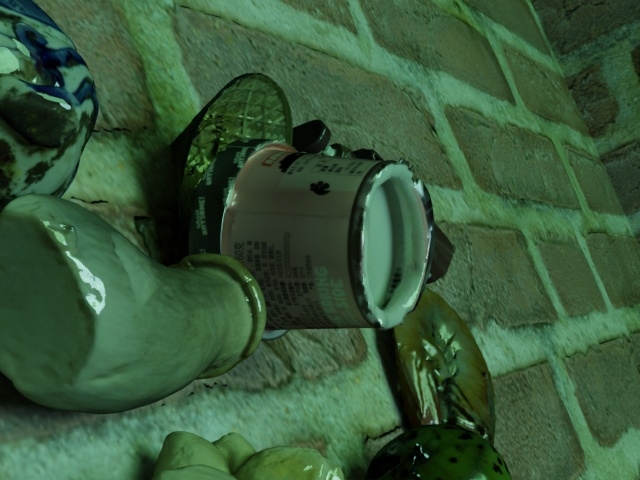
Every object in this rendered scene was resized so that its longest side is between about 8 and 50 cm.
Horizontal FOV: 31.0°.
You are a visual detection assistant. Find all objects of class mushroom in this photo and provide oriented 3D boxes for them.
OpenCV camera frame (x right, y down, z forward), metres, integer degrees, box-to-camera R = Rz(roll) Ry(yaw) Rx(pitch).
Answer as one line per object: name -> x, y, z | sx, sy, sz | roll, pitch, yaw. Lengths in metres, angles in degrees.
mushroom -> -0.116, 0.045, 0.661 | 0.247, 0.096, 0.108 | 23, 50, -65

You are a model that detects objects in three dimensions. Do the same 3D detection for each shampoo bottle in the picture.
shampoo bottle -> 0.052, -0.040, 1.148 | 0.236, 0.068, 0.067 | 45, 29, -42

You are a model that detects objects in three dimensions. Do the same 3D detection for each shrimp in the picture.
shrimp -> 0.115, 0.150, 1.088 | 0.152, 0.063, 0.287 | 47, 25, -31

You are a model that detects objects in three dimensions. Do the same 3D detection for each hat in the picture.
hat -> -0.089, -0.065, 0.886 | 0.146, 0.067, 0.146 | -42, 142, -44

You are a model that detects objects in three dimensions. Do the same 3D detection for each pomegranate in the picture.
pomegranate -> 0.096, 0.220, 0.920 | 0.122, 0.122, 0.161 | -67, 151, -61

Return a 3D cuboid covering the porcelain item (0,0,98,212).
porcelain item -> -0.223, -0.127, 0.564 | 0.288, 0.138, 0.186 | 41, 22, -46

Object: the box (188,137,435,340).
box -> 0.000, 0.000, 0.837 | 0.151, 0.135, 0.151 | -4, 94, -62

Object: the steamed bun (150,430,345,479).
steamed bun -> -0.037, 0.192, 0.662 | 0.177, 0.106, 0.192 | 6, 60, -66
